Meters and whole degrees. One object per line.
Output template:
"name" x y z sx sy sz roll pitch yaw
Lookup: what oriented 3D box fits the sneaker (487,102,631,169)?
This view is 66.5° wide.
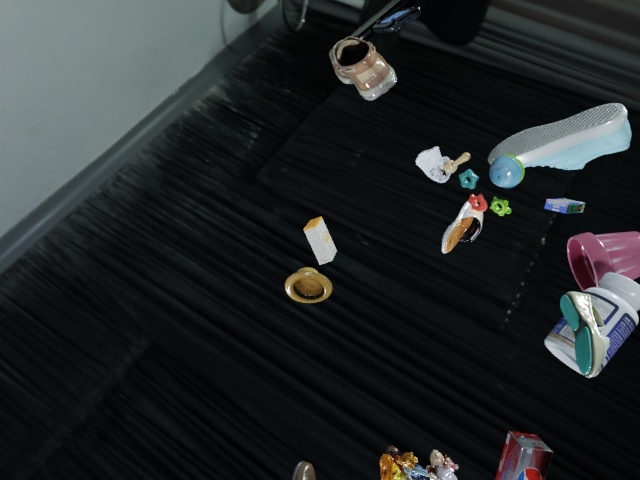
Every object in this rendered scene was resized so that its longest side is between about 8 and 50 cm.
"sneaker" 0.663 -0.243 1.365 0.150 0.366 0.135 53 46 -25

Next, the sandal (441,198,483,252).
"sandal" 0.453 -0.033 1.508 0.265 0.076 0.102 -44 140 -41

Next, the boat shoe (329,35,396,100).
"boat shoe" 0.091 -0.472 1.258 0.123 0.324 0.116 -41 126 7

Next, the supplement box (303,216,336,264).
"supplement box" 0.000 0.000 1.180 0.098 0.036 0.062 65 21 -14

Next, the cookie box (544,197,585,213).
"cookie box" 0.914 -0.130 1.825 0.107 0.092 0.040 -5 109 -31

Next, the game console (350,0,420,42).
"game console" 0.214 -0.666 1.456 0.213 0.044 0.361 -38 -157 7

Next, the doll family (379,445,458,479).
"doll family" 0.252 0.645 1.333 0.118 0.163 0.263 -35 -173 -40

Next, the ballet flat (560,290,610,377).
"ballet flat" 0.661 0.225 1.197 0.248 0.086 0.086 -80 180 -45

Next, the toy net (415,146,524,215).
"toy net" 0.311 -0.137 1.044 0.045 0.232 0.122 -28 128 -36

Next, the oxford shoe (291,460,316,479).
"oxford shoe" -0.012 0.624 1.135 0.096 0.227 0.083 -37 130 23

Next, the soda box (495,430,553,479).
"soda box" 0.531 0.657 1.312 0.083 0.092 0.263 -115 -143 -80

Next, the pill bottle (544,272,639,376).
"pill bottle" 0.753 0.224 1.325 0.264 0.153 0.153 -48 161 -4

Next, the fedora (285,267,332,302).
"fedora" -0.046 0.166 1.924 0.079 0.194 0.194 -91 -171 -46

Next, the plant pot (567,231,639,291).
"plant pot" 0.883 0.058 1.483 0.180 0.201 0.201 -18 163 9
